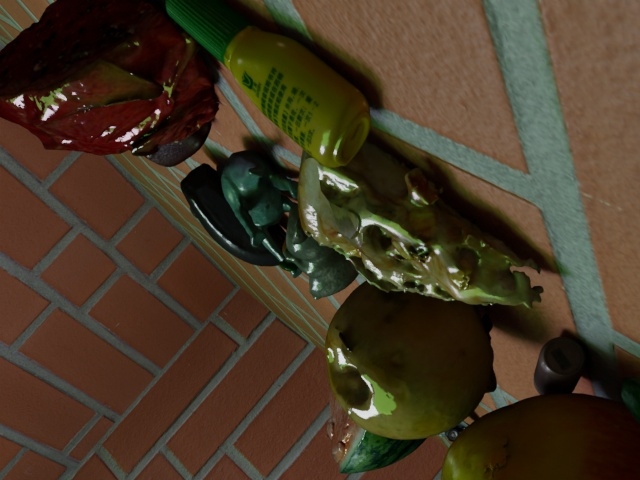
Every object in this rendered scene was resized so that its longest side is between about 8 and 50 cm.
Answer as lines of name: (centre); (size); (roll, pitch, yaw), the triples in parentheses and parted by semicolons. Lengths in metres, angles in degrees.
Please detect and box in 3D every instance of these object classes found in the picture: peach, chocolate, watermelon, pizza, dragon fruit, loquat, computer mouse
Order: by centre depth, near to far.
pizza: (0.093, -0.001, 0.832); (0.297, 0.071, 0.189); (34, 141, 13)
peach: (0.300, 0.354, 0.872); (0.370, 0.370, 0.370); (40, 170, 9)
loquat: (0.124, 0.148, 1.036); (0.244, 0.244, 0.244); (40, 170, 9)
dragon fruit: (-0.245, -0.234, 1.076); (0.302, 0.240, 0.330); (2, 172, 30)
chocolate: (-0.234, -0.178, 1.309); (0.080, 0.125, 0.148); (28, 173, -29)
computer mouse: (-0.172, -0.034, 1.563); (0.269, 0.100, 0.170); (41, -173, -19)
watermelon: (0.142, 0.399, 1.705); (0.292, 0.222, 0.319); (13, -177, -29)

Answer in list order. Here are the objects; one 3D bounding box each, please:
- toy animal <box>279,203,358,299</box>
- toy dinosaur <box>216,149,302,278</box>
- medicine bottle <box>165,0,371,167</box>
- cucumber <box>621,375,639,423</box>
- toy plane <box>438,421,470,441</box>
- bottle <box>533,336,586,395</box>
toy animal: (-0.003, -0.005, 1.175); (0.236, 0.138, 0.108); (78, 168, -58)
toy dinosaur: (-0.143, -0.114, 1.314); (0.331, 0.129, 0.383); (45, 172, 30)
medicine bottle: (-0.059, -0.177, 0.783); (0.260, 0.064, 0.095); (41, 146, 19)
cucumber: (0.327, 0.151, 0.623); (0.115, 0.063, 0.244); (1, 180, -7)
toy plane: (0.362, 0.479, 1.901); (0.267, 0.088, 0.212); (42, 170, -6)
bottle: (0.287, 0.157, 0.943); (0.053, 0.053, 0.140); (37, 168, 23)
